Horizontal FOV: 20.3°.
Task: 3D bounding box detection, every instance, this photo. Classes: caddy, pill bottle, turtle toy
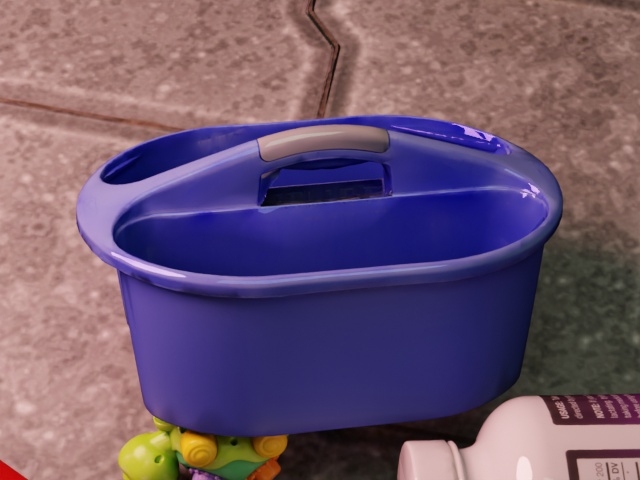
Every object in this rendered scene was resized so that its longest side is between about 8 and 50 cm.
[{"bbox_3d":[0.000,0.000,1.267,0.341,0.179,0.241,-5,30,-11],"label":"caddy"},{"bbox_3d":[0.217,0.191,1.176,0.323,0.181,0.181,-1,52,-4],"label":"pill bottle"},{"bbox_3d":[-0.079,0.142,1.266,0.130,0.066,0.095,-8,30,-7],"label":"turtle toy"}]

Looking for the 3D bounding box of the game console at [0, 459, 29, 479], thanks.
[{"bbox_3d":[-0.232,0.226,1.224,0.144,0.085,0.124,31,87,20],"label":"game console"}]
